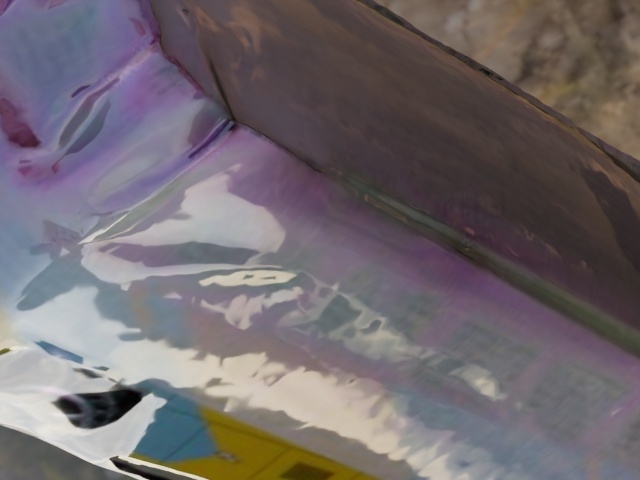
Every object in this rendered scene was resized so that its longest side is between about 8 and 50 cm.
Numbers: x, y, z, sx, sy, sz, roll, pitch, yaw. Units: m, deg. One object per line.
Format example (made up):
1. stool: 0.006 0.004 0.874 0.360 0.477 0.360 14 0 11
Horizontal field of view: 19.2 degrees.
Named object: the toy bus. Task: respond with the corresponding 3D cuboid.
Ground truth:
1. toy bus: 0.000 0.000 0.716 0.162 0.386 0.171 -41 46 25
